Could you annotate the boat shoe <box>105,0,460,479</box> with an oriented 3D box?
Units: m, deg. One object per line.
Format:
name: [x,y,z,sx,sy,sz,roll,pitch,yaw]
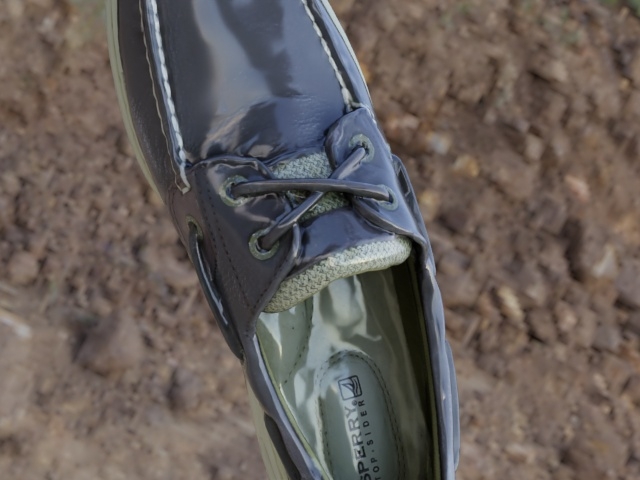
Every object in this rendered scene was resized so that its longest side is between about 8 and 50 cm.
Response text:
boat shoe: [-0.001,0.001,0.465,0.080,0.223,0.073,-21,16,-16]
